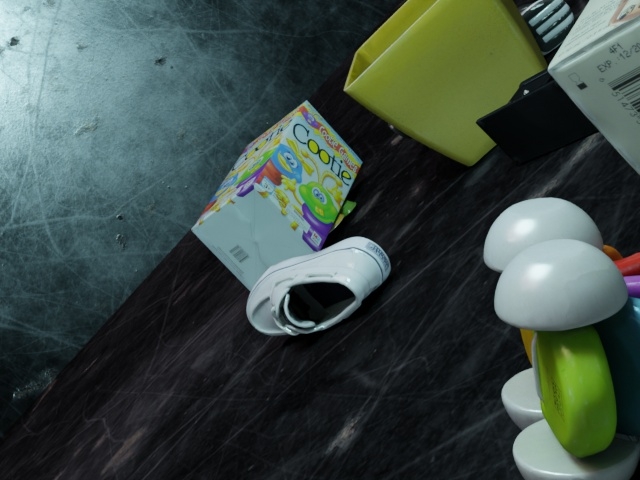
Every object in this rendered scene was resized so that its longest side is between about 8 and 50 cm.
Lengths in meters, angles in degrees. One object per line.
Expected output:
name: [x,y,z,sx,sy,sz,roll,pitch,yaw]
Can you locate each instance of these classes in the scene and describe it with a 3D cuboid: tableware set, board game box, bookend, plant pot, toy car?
tableware set: [0.000,0.000,1.816,0.104,0.024,0.154,-31,18,43]
board game box: [-0.059,-0.070,1.836,0.142,0.144,0.275,-34,17,31]
bookend: [0.273,-0.177,1.304,0.157,0.072,0.156,-51,12,-25]
plant pot: [0.175,-0.220,1.512,0.212,0.187,0.212,-42,12,20]
toy car: [0.177,0.061,0.736,0.136,0.159,0.182,-8,18,6]

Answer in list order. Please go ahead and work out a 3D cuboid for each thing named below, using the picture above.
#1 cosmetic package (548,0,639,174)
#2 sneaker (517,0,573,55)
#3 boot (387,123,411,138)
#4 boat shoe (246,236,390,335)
cosmetic package: [0.329,-0.201,0.996,0.129,0.153,0.296,-28,23,52]
sneaker: [0.250,-0.257,1.670,0.228,0.086,0.132,-32,10,17]
boot: [0.192,-0.250,1.792,0.246,0.083,0.161,-29,-28,-44]
boat shoe: [-0.023,0.071,1.469,0.258,0.095,0.084,-35,12,49]
